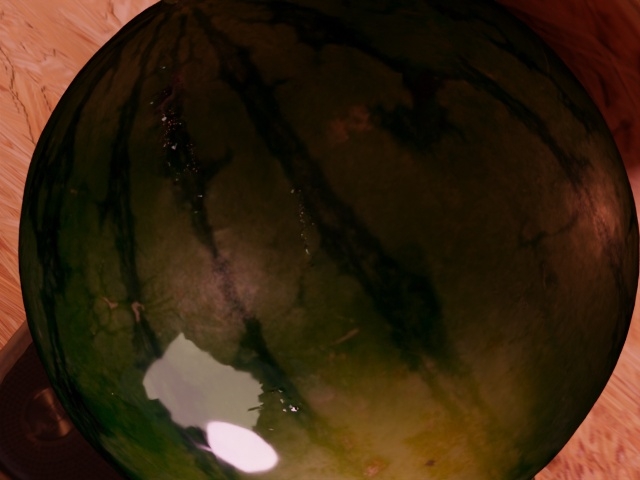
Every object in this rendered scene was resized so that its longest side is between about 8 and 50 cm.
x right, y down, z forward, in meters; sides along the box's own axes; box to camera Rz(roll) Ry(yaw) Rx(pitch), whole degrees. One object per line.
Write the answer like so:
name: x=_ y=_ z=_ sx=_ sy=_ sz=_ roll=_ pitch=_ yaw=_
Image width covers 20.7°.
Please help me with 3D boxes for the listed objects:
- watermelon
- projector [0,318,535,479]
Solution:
watermelon: x=0.002 y=0.004 z=0.692 sx=0.242 sy=0.242 sz=0.242 roll=34 pitch=162 yaw=13
projector: x=-0.028 y=0.134 z=1.044 sx=0.249 sy=0.248 sz=0.249 roll=28 pitch=159 yaw=27
